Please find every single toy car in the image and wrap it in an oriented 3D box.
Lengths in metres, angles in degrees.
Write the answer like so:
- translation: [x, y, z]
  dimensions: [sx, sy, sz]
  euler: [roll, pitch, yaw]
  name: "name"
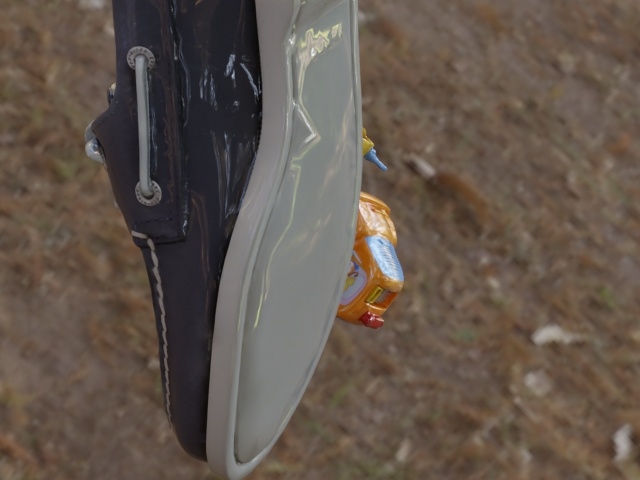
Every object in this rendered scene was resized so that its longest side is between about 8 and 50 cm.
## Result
- translation: [0.000, 0.000, 0.541]
  dimensions: [0.040, 0.060, 0.122]
  euler: [47, -5, 24]
  name: "toy car"

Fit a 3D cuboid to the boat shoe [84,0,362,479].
- translation: [-0.029, -0.034, 0.456]
  dimensions: [0.065, 0.206, 0.075]
  euler: [14, 22, 21]
  name: "boat shoe"
